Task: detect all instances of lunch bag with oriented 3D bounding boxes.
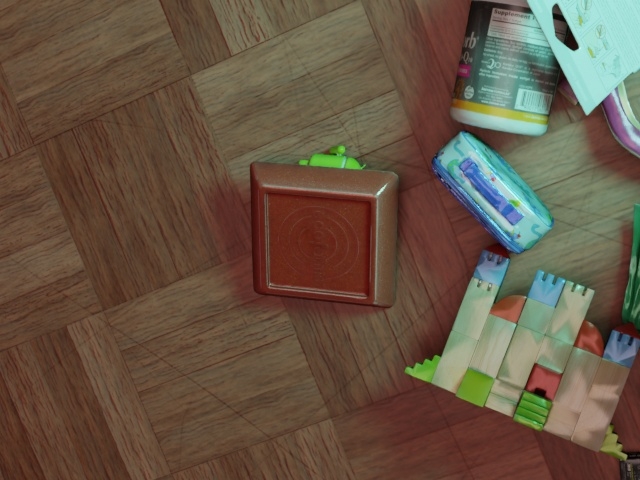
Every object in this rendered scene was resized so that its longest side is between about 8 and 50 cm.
[{"bbox_3d":[0.278,-0.080,1.757,0.090,0.176,0.219,-44,88,14],"label":"lunch bag"}]

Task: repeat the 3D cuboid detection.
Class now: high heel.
[{"bbox_3d":[0.505,-0.218,1.742,0.244,0.082,0.117,44,109,15],"label":"high heel"}]

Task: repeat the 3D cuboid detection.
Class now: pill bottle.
[{"bbox_3d":[0.310,-0.315,1.727,0.162,0.162,0.279,12,99,10],"label":"pill bottle"}]

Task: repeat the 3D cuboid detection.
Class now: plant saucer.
[{"bbox_3d":[0.000,0.000,1.858,0.259,0.048,0.259,5,116,11],"label":"plant saucer"}]

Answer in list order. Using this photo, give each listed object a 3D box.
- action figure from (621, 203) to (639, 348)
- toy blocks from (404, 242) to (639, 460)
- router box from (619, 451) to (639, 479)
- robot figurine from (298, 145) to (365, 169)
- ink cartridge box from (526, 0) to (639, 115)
[{"bbox_3d":[0.551,0.067,1.775,0.137,0.063,0.232,15,97,8],"label":"action figure"},{"bbox_3d":[0.367,0.169,1.787,0.381,0.191,0.261,22,89,13],"label":"toy blocks"},{"bbox_3d":[0.558,0.420,1.834,0.092,0.038,0.123,-5,97,13],"label":"router box"},{"bbox_3d":[0.019,-0.114,1.865,0.115,0.067,0.101,6,88,11],"label":"robot figurine"},{"bbox_3d":[0.408,-0.367,1.645,0.239,0.060,0.275,-41,113,-17],"label":"ink cartridge box"}]
